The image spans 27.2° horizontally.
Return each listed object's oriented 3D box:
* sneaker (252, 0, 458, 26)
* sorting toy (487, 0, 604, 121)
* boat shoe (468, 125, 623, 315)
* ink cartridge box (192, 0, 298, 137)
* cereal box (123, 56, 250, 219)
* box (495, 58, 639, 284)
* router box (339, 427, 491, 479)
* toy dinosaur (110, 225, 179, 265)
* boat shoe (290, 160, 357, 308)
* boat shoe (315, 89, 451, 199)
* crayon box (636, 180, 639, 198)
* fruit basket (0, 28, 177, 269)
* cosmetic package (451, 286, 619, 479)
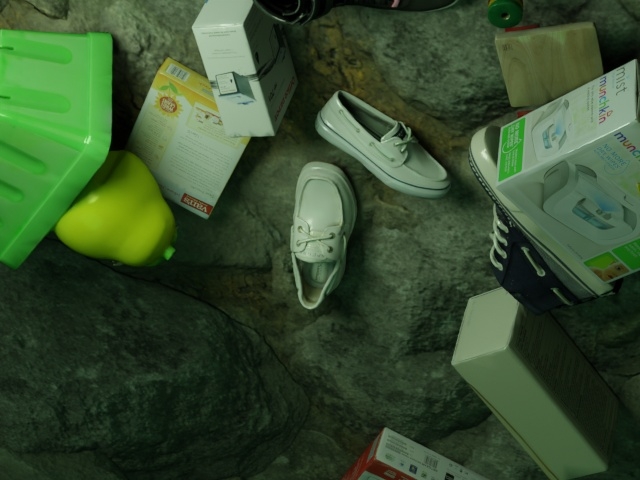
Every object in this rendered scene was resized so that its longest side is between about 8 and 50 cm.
[{"bbox_3d":[0.036,-0.331,1.756,0.296,0.147,0.104,14,133,6],"label":"sneaker"},{"bbox_3d":[0.315,-0.242,1.792,0.132,0.046,0.274,-5,141,17],"label":"sorting toy"},{"bbox_3d":[0.292,-0.015,1.966,0.158,0.127,0.340,-27,117,36],"label":"boat shoe"},{"bbox_3d":[-0.104,-0.261,1.877,0.082,0.139,0.190,-2,131,19],"label":"ink cartridge box"},{"bbox_3d":[-0.208,-0.156,2.080,0.173,0.047,0.240,29,136,-5],"label":"cereal box"},{"bbox_3d":[0.414,-0.090,1.831,0.231,0.126,0.262,-25,129,37],"label":"box"},{"bbox_3d":[0.198,0.534,2.544,0.336,0.082,0.301,27,135,-5],"label":"router box"},{"bbox_3d":[-0.337,-0.004,2.266,0.183,0.053,0.092,14,133,8],"label":"toy dinosaur"},{"bbox_3d":[0.000,0.000,2.111,0.098,0.096,0.277,10,134,12],"label":"boat shoe"},{"bbox_3d":[0.100,-0.140,1.953,0.226,0.083,0.075,27,136,-4],"label":"boat shoe"},{"bbox_3d":[0.556,-0.078,1.698,0.319,0.081,0.202,-23,123,0],"label":"crayon box"},{"bbox_3d":[-0.384,-0.113,2.049,0.392,0.282,0.392,-4,147,-2],"label":"fruit basket"},{"bbox_3d":[0.355,0.232,2.152,0.113,0.160,0.309,-23,119,36],"label":"cosmetic package"}]
